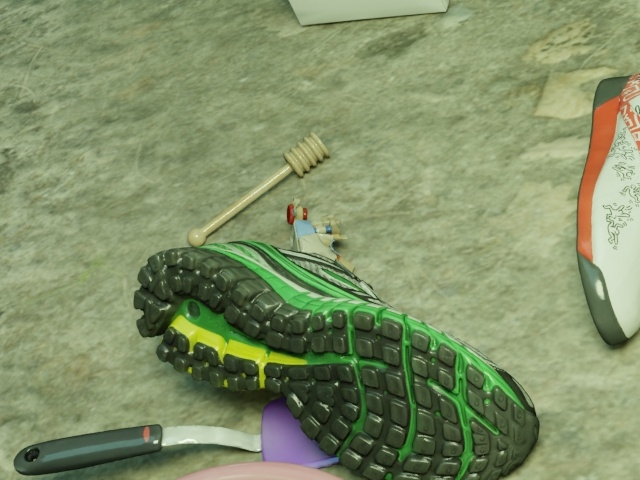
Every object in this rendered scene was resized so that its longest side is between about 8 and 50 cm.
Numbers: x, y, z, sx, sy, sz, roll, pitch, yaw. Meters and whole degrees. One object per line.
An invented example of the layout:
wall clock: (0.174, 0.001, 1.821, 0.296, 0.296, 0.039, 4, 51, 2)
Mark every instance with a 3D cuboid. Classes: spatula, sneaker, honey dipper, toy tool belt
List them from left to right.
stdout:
spatula: (-0.106, 0.163, 1.114, 0.296, 0.030, 0.084, -5, 45, 0)
honey dipper: (-0.063, -0.046, 1.314, 0.160, 0.030, 0.030, -37, 44, -2)
toy tool belt: (0.000, 0.000, 1.228, 0.051, 0.052, 0.083, 0, 46, -14)
sneaker: (0.024, 0.075, 1.077, 0.343, 0.134, 0.146, 26, 29, 27)
sneaker: (0.287, -0.041, 1.075, 0.145, 0.090, 0.270, -8, 45, 25)

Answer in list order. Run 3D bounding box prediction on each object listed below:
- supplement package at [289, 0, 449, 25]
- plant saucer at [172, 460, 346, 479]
supplement package: (0.062, -0.397, 1.460, 0.177, 0.175, 0.293, -1, 50, 26)
plant saucer: (-0.065, 0.315, 0.940, 0.332, 0.084, 0.332, -14, 45, 15)
